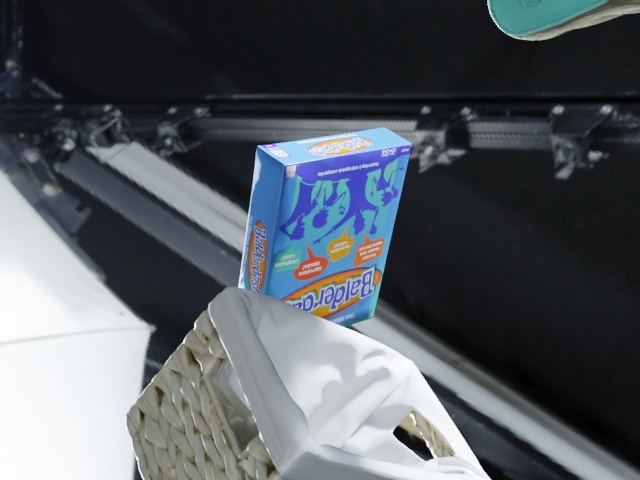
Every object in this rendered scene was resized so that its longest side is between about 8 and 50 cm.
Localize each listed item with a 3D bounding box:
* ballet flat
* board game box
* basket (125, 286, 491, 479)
[{"bbox_3d":[0.152,-0.133,0.400,0.168,0.052,0.057,2,-61,49],"label":"ballet flat"},{"bbox_3d":[0.000,0.000,0.862,0.047,0.160,0.210,37,-51,40],"label":"board game box"},{"bbox_3d":[-0.007,0.115,0.471,0.103,0.113,0.167,-47,-44,16],"label":"basket"}]
